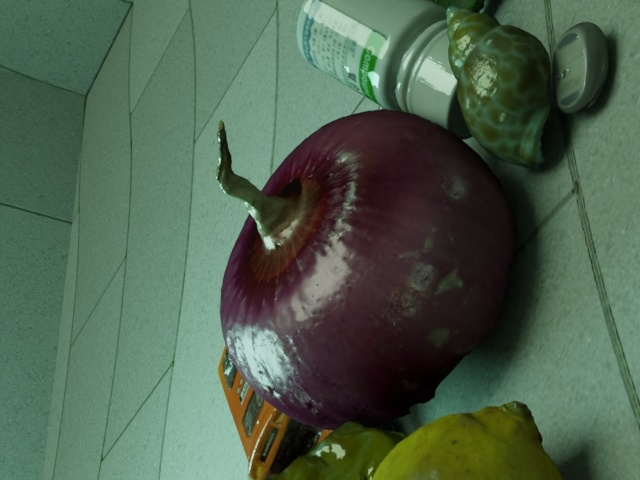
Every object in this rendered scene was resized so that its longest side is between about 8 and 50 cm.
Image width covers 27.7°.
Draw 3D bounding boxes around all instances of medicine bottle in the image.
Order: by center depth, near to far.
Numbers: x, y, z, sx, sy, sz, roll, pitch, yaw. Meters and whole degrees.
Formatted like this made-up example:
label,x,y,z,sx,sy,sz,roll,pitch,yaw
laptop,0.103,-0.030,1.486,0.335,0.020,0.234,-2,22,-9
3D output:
label,x,y,z,sx,sy,sz,roll,pitch,yaw
medicine bottle,0.097,-0.218,1.508,0.237,0.139,0.139,34,110,30

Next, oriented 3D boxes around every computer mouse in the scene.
label,x,y,z,sx,sy,sz,roll,pitch,yaw
computer mouse,0.267,-0.173,1.315,0.066,0.039,0.096,152,123,-62

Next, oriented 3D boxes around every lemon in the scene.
label,x,y,z,sx,sy,sz,roll,pitch,yaw
lemon,0.125,0.260,1.147,0.188,0.188,0.257,27,99,68

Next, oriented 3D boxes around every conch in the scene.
label,x,y,z,sx,sy,sz,roll,pitch,yaw
conch,0.189,-0.155,1.353,0.116,0.106,0.173,-62,-36,-64

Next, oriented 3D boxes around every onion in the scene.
label,x,y,z,sx,sy,sz,roll,pitch,yaw
onion,0.022,0.020,1.418,0.358,0.345,0.358,-63,1,2

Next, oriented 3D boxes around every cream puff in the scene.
label,x,y,z,sx,sy,sz,roll,pitch,yaw
cream puff,0.034,0.316,1.326,0.185,0.281,0.282,47,126,24

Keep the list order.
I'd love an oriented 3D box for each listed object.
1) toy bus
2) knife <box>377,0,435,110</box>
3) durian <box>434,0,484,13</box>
label,x,y,z,sx,sy,sz,roll,pitch,yaw
toy bus,-0.025,0.212,1.595,0.143,0.153,0.329,-67,24,20
knife,0.130,-0.268,1.719,0.365,0.043,0.089,-69,-11,16
durian,0.184,-0.376,1.533,0.107,0.132,0.375,-113,28,-56
